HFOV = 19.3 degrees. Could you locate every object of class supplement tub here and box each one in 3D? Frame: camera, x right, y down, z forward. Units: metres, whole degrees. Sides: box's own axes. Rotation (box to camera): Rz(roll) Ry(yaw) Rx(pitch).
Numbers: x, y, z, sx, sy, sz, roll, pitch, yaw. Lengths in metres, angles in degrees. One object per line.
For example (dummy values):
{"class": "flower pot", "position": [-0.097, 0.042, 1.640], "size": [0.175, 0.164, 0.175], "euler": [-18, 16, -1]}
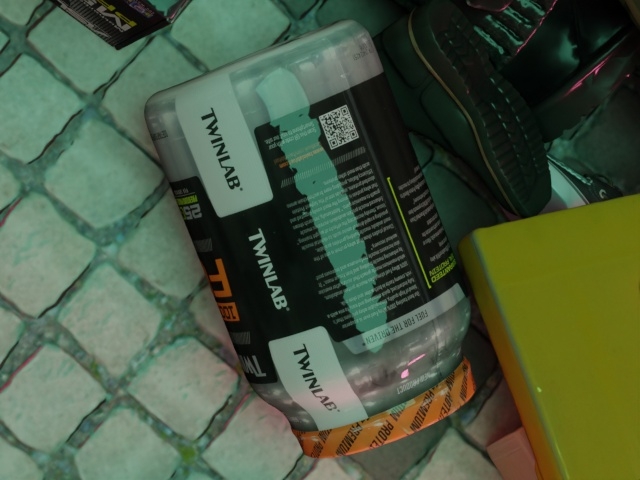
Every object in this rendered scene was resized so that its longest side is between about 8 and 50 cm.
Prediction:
{"class": "supplement tub", "position": [0.000, 0.000, 1.500], "size": [0.193, 0.193, 0.316], "euler": [-23, 96, -15]}

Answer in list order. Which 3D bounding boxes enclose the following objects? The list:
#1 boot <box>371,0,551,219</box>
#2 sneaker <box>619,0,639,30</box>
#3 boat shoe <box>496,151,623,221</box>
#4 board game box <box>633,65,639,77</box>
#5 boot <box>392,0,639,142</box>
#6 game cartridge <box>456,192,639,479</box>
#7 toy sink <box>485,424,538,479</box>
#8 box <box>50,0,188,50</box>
{"class": "boot", "position": [0.095, -0.095, 1.571], "size": [0.077, 0.137, 0.198], "euler": [-41, 106, -48]}
{"class": "sneaker", "position": [0.302, -0.186, 1.439], "size": [0.158, 0.182, 0.410], "euler": [-34, 110, 7]}
{"class": "boat shoe", "position": [0.239, -0.017, 1.635], "size": [0.228, 0.080, 0.076], "euler": [42, 59, -8]}
{"class": "board game box", "position": [0.413, -0.137, 1.702], "size": [0.259, 0.030, 0.136], "euler": [34, 86, -14]}
{"class": "boot", "position": [0.209, -0.280, 1.566], "size": [0.348, 0.131, 0.260], "euler": [-45, 102, 1]}
{"class": "game cartridge", "position": [0.287, 0.118, 1.527], "size": [0.285, 0.052, 0.324], "euler": [-12, 75, -25]}
{"class": "toy sink", "position": [0.272, 0.231, 1.594], "size": [0.152, 0.131, 0.234], "euler": [-30, 82, -14]}
{"class": "box", "position": [-0.224, -0.254, 1.419], "size": [0.270, 0.216, 0.060], "euler": [36, 80, -14]}
